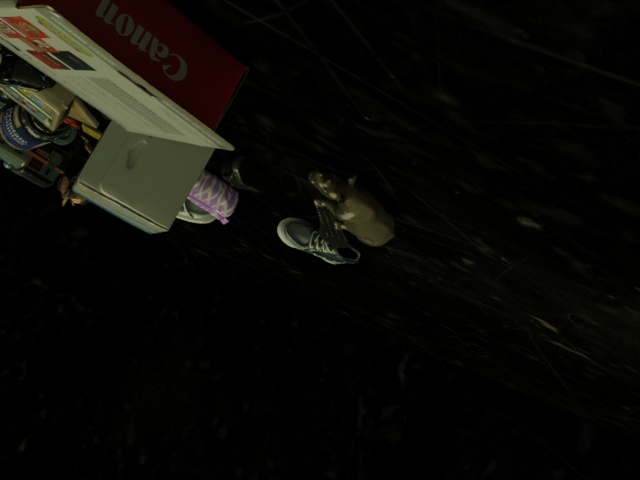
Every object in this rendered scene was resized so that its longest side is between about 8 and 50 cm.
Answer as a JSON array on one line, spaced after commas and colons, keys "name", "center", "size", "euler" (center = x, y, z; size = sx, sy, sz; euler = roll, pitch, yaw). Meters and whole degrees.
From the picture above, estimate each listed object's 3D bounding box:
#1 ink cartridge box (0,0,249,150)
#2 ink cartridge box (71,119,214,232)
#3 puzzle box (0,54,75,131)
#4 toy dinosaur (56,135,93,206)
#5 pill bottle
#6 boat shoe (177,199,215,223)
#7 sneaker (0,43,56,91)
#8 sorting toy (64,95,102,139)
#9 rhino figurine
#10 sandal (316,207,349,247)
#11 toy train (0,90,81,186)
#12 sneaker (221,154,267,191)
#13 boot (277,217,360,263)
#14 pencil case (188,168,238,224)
[{"name": "ink cartridge box", "center": [-0.254, -0.251, 1.168], "size": [0.272, 0.130, 0.309], "euler": [16, 166, 46]}, {"name": "ink cartridge box", "center": [-0.361, -0.144, 1.881], "size": [0.197, 0.198, 0.270], "euler": [31, 171, -14]}, {"name": "puzzle box", "center": [-0.638, -0.363, 1.741], "size": [0.409, 0.052, 0.272], "euler": [39, 168, -13]}, {"name": "toy dinosaur", "center": [-0.621, -0.152, 2.616], "size": [0.127, 0.200, 0.296], "euler": [23, 170, 30]}, {"name": "pill bottle", "center": [-0.649, -0.281, 2.159], "size": [0.123, 0.122, 0.219], "euler": [33, 156, -31]}, {"name": "boat shoe", "center": [-0.374, -0.146, 2.195], "size": [0.320, 0.118, 0.103], "euler": [36, 175, -6]}, {"name": "sneaker", "center": [-0.538, -0.332, 1.585], "size": [0.217, 0.121, 0.079], "euler": [30, 170, -12]}, {"name": "sorting toy", "center": [-0.525, -0.299, 1.947], "size": [0.132, 0.046, 0.274], "euler": [25, 164, 20]}, {"name": "rhino figurine", "center": [0.050, -0.060, 1.535], "size": [0.106, 0.073, 0.243], "euler": [27, 171, 32]}, {"name": "sandal", "center": [0.029, -0.038, 1.864], "size": [0.067, 0.040, 0.179], "euler": [20, 155, 16]}, {"name": "toy train", "center": [-0.764, -0.277, 2.360], "size": [0.334, 0.190, 0.142], "euler": [35, 168, -40]}, {"name": "sneaker", "center": [-0.162, -0.132, 1.827], "size": [0.089, 0.051, 0.170], "euler": [19, 172, 21]}, {"name": "boot", "center": [0.000, 0.000, 2.090], "size": [0.190, 0.069, 0.086], "euler": [24, 168, -33]}, {"name": "pencil case", "center": [-0.281, -0.123, 2.119], "size": [0.206, 0.088, 0.086], "euler": [30, 136, -32]}]
